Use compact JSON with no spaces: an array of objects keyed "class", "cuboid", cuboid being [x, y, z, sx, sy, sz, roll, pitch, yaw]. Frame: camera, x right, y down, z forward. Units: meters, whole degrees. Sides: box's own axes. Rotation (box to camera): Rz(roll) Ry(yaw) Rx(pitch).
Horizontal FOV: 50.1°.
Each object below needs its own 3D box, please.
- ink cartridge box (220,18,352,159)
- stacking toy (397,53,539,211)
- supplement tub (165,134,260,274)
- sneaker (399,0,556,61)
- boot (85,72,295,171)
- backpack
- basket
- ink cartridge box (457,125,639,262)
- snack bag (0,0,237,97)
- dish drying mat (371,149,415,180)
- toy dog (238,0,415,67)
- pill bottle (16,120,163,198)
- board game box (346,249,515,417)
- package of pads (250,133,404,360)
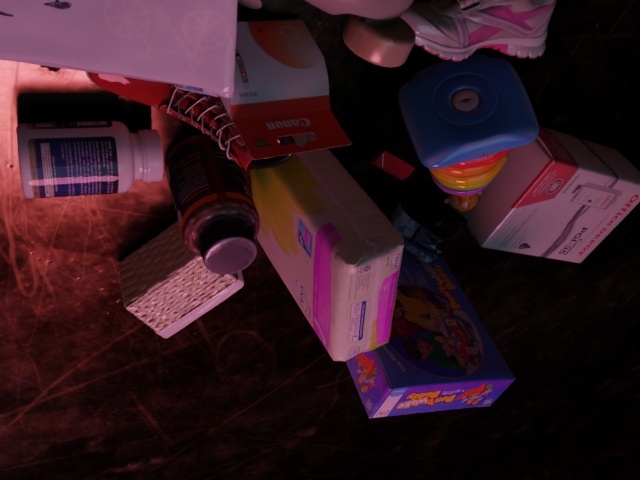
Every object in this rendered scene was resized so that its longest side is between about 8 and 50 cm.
[{"class":"ink cartridge box","cuboid":[-0.051,-0.186,0.817,0.146,0.179,0.045,-14,153,-33]},{"class":"stacking toy","cuboid":[0.228,-0.131,1.081,0.175,0.165,0.301,-16,152,4]},{"class":"supplement tub","cuboid":[-0.144,-0.048,0.928,0.106,0.197,0.106,-13,138,-12]},{"class":"sneaker","cuboid":[0.205,-0.310,0.903,0.253,0.103,0.111,-10,135,-26]},{"class":"boot","cuboid":[-0.150,-0.160,0.820,0.245,0.176,0.088,6,134,-30]},{"class":"backpack","cuboid":[0.175,-0.024,1.175,0.105,0.114,0.084,-40,164,-51]},{"class":"basket","cuboid":[-0.222,0.053,1.069,0.167,0.113,0.103,-35,137,12]},{"class":"ink cartridge box","cuboid":[0.421,-0.079,1.239,0.283,0.117,0.207,8,130,-33]},{"class":"snack bag","cuboid":[-0.231,-0.298,0.641,0.324,0.037,0.342,8,132,-4]},{"class":"dish drying mat","cuboid":[0.120,-0.123,1.126,0.083,0.008,0.032,23,121,-41]},{"class":"toy dog","cuboid":[-0.018,-0.329,0.756,0.334,0.160,0.220,29,121,-28]},{"class":"pill bottle","cuboid":[-0.292,-0.104,0.873,0.170,0.094,0.094,-5,137,-21]},{"class":"board game box","cuboid":[0.130,0.112,1.126,0.234,0.347,0.078,3,134,-28]},{"class":"package of pads","cuboid":[0.000,0.000,0.977,0.101,0.296,0.229,-21,141,-19]}]
